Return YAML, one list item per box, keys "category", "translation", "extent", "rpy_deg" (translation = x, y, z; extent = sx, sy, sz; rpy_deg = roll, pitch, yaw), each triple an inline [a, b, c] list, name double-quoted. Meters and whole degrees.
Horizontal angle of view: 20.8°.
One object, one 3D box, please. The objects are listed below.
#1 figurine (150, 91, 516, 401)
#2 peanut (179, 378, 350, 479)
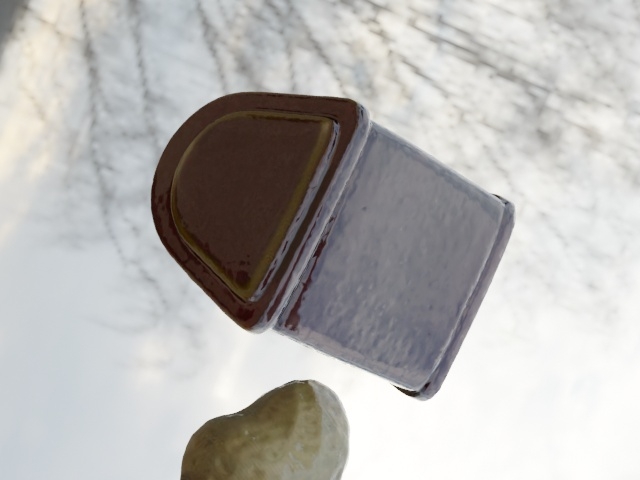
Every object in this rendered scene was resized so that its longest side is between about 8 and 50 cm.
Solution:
- category: "figurine"
  translation: [0.001, -0.001, 0.636]
  extent: [0.098, 0.154, 0.082]
  rpy_deg: [21, -94, 35]
- category: "peanut"
  translation: [-0.068, 0.185, 1.248]
  extent: [0.228, 0.104, 0.086]
  rpy_deg: [-40, -167, -28]
